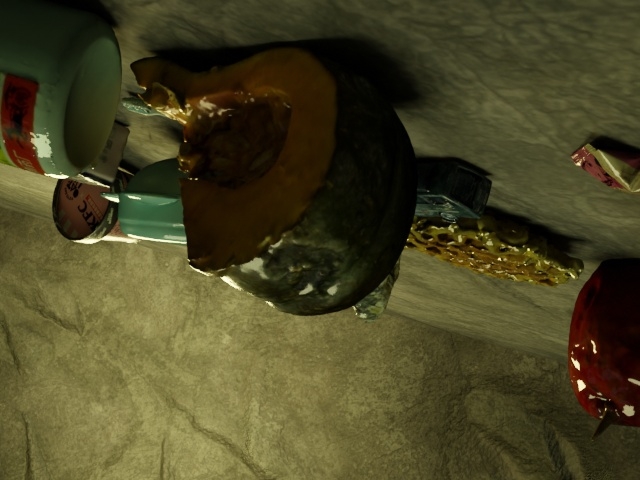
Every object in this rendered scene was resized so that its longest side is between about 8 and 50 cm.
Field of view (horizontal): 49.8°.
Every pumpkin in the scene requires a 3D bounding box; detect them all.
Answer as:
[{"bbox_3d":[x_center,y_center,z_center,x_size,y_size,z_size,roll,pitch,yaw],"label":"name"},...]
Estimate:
[{"bbox_3d":[-0.057,-0.047,0.570,0.280,0.190,0.139,10,170,40],"label":"pumpkin"}]

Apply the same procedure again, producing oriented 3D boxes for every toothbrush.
[{"bbox_3d":[-0.093,-0.119,0.746,0.262,0.022,0.026,15,-177,8],"label":"toothbrush"}]

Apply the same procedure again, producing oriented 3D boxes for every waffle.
[{"bbox_3d":[0.205,0.009,0.902,0.245,0.052,0.254,18,172,1],"label":"waffle"}]

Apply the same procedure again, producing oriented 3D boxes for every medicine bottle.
[{"bbox_3d":[-0.290,-0.143,0.567,0.225,0.139,0.139,16,171,1],"label":"medicine bottle"}]

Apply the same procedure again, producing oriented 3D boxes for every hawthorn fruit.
[{"bbox_3d":[0.389,0.137,0.841,0.189,0.251,0.190,24,148,16],"label":"hawthorn fruit"}]

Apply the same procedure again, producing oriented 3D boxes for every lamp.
[{"bbox_3d":[-0.145,-0.034,0.956,0.284,0.147,0.209,27,172,-30],"label":"lamp"}]

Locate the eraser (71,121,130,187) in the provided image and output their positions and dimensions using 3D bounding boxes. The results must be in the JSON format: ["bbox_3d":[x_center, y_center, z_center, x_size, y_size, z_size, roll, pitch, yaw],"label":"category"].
[{"bbox_3d":[-0.392,-0.156,0.850,0.130,0.086,0.287,8,168,46],"label":"eraser"}]

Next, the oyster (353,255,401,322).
[{"bbox_3d":[0.002,0.000,0.853,0.158,0.162,0.351,-31,135,14],"label":"oyster"}]

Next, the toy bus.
[{"bbox_3d":[0.098,-0.053,0.725,0.065,0.047,0.165,27,168,-33],"label":"toy bus"}]

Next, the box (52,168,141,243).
[{"bbox_3d":[-0.369,-0.064,1.217,0.151,0.151,0.135,11,178,34],"label":"box"}]

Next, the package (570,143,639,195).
[{"bbox_3d":[0.237,-0.052,0.531,0.083,0.029,0.059,26,180,9],"label":"package"}]
